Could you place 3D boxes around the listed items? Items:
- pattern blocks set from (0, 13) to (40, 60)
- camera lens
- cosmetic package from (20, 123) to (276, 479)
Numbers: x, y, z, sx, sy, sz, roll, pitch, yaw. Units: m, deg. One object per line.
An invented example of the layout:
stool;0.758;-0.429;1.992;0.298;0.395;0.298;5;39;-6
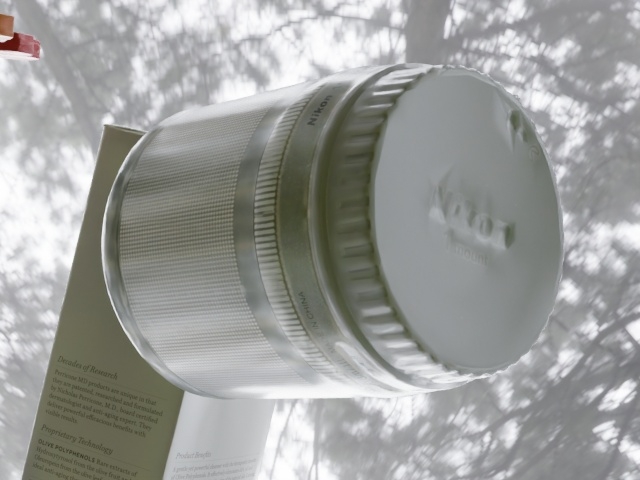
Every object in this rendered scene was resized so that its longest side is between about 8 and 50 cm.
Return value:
pattern blocks set;-0.379;-0.180;1.063;0.285;0.325;0.026;4;-88;0
camera lens;0.000;0.000;0.928;0.219;0.274;0.220;7;-100;-44
cosmetic package;-0.131;0.094;1.234;0.155;0.197;0.366;12;-92;25
